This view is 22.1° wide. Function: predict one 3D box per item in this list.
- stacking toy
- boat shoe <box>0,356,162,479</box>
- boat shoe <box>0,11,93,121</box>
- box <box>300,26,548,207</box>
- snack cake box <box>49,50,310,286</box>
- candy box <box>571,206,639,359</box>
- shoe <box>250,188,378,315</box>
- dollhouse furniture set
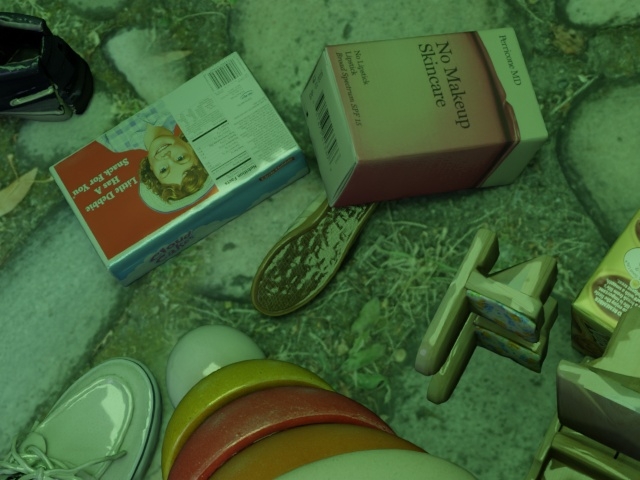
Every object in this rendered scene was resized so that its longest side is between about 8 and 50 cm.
[{"bbox_3d":[-0.050,0.231,1.686,0.350,0.351,0.480,-30,39,-2],"label":"stacking toy"},{"bbox_3d":[-0.312,0.276,1.796,0.136,0.156,0.367,34,81,17],"label":"boat shoe"},{"bbox_3d":[-0.457,-0.217,1.975,0.340,0.158,0.127,-2,72,8],"label":"boat shoe"},{"bbox_3d":[0.113,-0.139,1.842,0.232,0.127,0.149,-9,69,-18],"label":"box"},{"bbox_3d":[-0.164,-0.083,1.926,0.264,0.089,0.152,-32,72,-2],"label":"snack cake box"},{"bbox_3d":[0.391,-0.010,1.770,0.087,0.183,0.316,34,80,18],"label":"candy box"},{"bbox_3d":[0.000,0.000,1.898,0.076,0.058,0.219,41,86,-2],"label":"shoe"},{"bbox_3d":[0.273,0.222,1.601,0.362,0.394,0.256,24,78,15],"label":"dollhouse furniture set"}]
